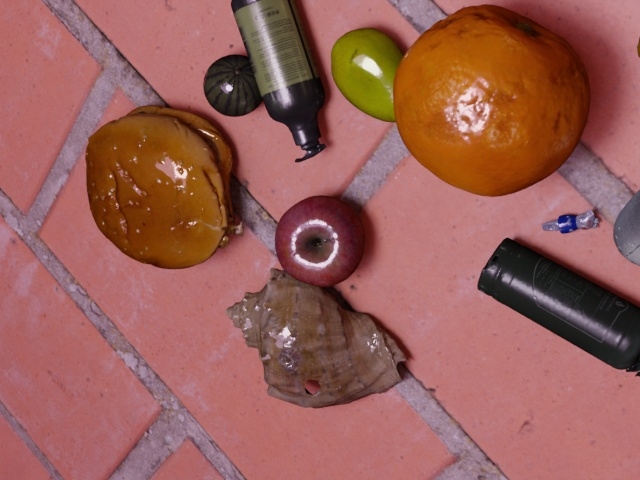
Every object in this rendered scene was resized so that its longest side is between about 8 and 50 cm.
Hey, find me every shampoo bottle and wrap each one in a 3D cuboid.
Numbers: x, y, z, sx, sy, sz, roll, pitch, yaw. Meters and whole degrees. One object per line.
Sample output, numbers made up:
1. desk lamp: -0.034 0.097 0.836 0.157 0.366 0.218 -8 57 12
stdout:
1. shampoo bottle: -0.056 -0.270 1.536 0.101 0.101 0.283 -14 99 36

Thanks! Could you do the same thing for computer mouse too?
1. computer mouse: 0.485 -0.043 1.278 0.113 0.068 0.229 45 125 10

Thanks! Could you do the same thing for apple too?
1. apple: 0.000 0.000 1.573 0.154 0.120 0.153 1 95 14

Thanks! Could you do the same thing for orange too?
1. orange: 0.228 -0.187 1.279 0.261 0.261 0.261 12 113 30

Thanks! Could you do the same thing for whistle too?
1. whistle: 0.364 -0.027 1.388 0.083 0.029 0.033 -10 119 32

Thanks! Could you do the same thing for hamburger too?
1. hamburger: -0.284 -0.091 1.712 0.314 0.170 0.289 12 119 28

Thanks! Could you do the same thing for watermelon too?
1. watermelon: -0.142 -0.263 1.583 0.105 0.105 0.133 57 163 4

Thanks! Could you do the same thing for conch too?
1. conch: -0.022 0.197 1.644 0.324 0.186 0.263 28 138 24

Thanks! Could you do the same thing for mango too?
1. mango: 0.081 -0.249 1.459 0.117 0.089 0.163 -34 87 37

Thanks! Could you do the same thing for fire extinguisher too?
1. fire extinguisher: 0.379 0.110 1.378 0.311 0.114 0.095 29 129 20

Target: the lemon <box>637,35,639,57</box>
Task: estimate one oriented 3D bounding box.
1. lemon: 0.509 -0.253 1.079 0.320 0.245 0.245 -7 103 44
